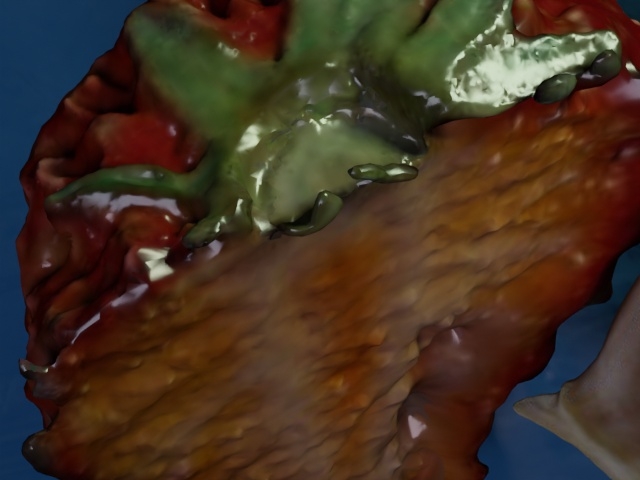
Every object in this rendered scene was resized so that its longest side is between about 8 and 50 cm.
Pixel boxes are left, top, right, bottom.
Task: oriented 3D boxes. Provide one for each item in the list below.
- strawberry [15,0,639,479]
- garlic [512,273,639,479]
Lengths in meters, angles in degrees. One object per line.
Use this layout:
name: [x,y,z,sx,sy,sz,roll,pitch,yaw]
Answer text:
strawberry: [0.012,-0.012,0.619,0.253,0.280,0.150,-36,60,6]
garlic: [0.201,0.006,0.568,0.148,0.128,0.267,0,127,-29]
